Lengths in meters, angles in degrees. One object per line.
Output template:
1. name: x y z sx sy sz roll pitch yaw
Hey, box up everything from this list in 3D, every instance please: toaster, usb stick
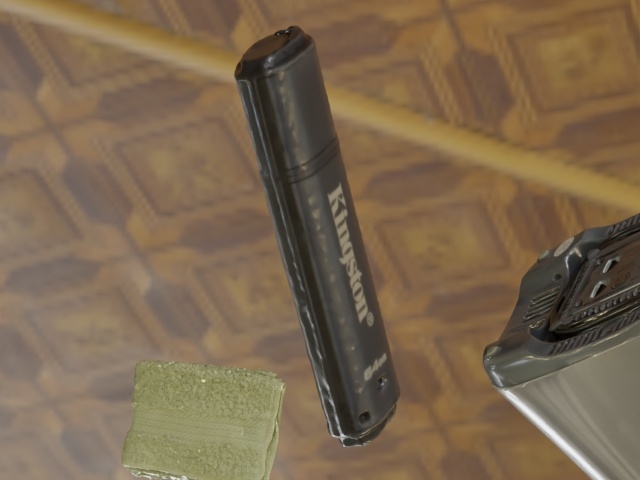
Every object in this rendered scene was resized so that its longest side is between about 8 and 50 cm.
1. toaster: 0.207 0.053 1.003 0.227 0.129 0.146 -30 108 39
2. usb stick: 0.000 0.000 1.266 0.045 0.077 0.278 -5 113 22

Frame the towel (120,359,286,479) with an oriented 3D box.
1. towel: -0.103 0.159 1.701 0.148 0.110 0.027 6 174 24
